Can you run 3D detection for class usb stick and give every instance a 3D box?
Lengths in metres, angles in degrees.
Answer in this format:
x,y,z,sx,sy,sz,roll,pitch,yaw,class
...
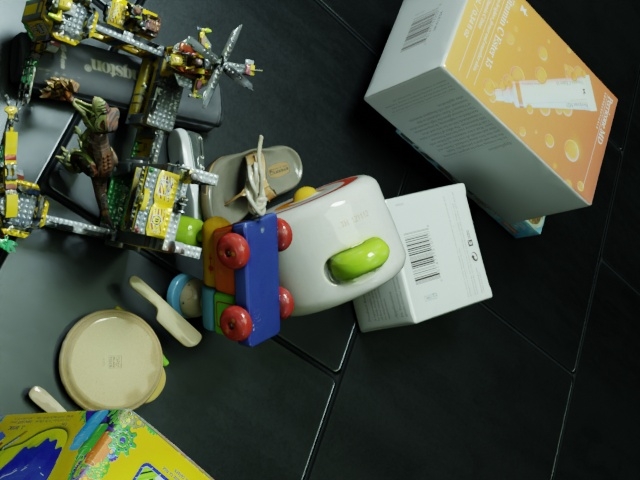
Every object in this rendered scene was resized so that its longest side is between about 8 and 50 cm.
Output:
x,y,z,sx,sy,sz,roll,pitch,yaw,class
-0.241,-0.193,1.160,0.278,0.045,0.077,9,76,-39,usb stick

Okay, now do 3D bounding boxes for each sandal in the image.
x,y,z,sx,sy,sz,roll,pitch,yaw,class
-0.080,-0.076,1.241,0.219,0.060,0.090,-25,106,-52,sandal

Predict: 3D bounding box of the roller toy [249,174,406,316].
x,y,z,sx,sy,sz,roll,pitch,yaw,class
0.000,0.000,1.230,0.146,0.209,0.191,68,25,-7,roller toy

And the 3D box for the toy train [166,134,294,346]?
x,y,z,sx,sy,sz,roll,pitch,yaw,class
-0.118,-0.008,1.118,0.105,0.143,0.248,-23,117,-54,toy train

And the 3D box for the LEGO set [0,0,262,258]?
x,y,z,sx,sy,sz,roll,pitch,yaw,class
-0.219,-0.121,1.027,0.255,0.192,0.331,26,78,-37,LEGO set

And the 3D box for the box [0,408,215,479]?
x,y,z,sx,sy,sz,roll,pitch,yaw,class
-0.262,0.321,0.871,0.177,0.290,0.279,47,54,-23,box

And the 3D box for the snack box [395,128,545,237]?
x,y,z,sx,sy,sz,roll,pitch,yaw,class
0.276,-0.167,1.583,0.322,0.060,0.187,37,60,-29,snack box

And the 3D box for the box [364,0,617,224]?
x,y,z,sx,sy,sz,roll,pitch,yaw,class
0.267,-0.215,1.434,0.345,0.168,0.215,36,61,-28,box

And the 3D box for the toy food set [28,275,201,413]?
x,y,z,sx,sy,sz,roll,pitch,yaw,class
-0.242,0.145,1.099,0.132,0.038,0.192,47,62,-15,toy food set

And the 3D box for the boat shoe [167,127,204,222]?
x,y,z,sx,sy,sz,roll,pitch,yaw,class
-0.162,-0.074,1.200,0.040,0.049,0.142,-1,80,-41,boat shoe

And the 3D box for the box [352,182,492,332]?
x,y,z,sx,sy,sz,roll,pitch,yaw,class
0.135,0.024,1.384,0.182,0.119,0.181,-14,90,-42,box
